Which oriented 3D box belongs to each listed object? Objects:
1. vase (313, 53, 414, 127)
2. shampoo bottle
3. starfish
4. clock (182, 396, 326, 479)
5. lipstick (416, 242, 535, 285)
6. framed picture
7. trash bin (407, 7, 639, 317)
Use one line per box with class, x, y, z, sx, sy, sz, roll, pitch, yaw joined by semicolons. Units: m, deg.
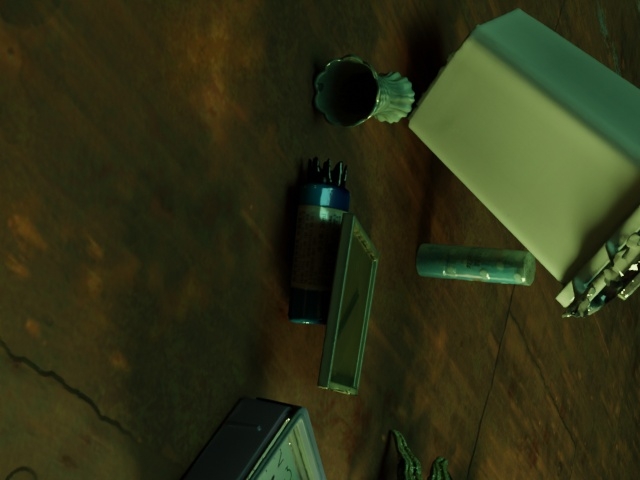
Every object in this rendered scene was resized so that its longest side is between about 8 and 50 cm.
vase;0.058;-0.169;1.200;0.148;0.081;0.081;-12;104;-64
shampoo bottle;0.000;0.000;1.135;0.087;0.050;0.183;12;83;-66
starfish;0.116;0.331;1.322;0.208;0.175;0.053;-108;-142;-56
clock;-0.072;0.265;1.016;0.193;0.073;0.145;-52;137;-46
lipstick;0.211;0.032;1.415;0.048;0.157;0.048;-14;107;-60
framed picture;0.035;0.081;1.169;0.250;0.016;0.184;44;54;-77
trash bin;0.309;-0.109;1.338;0.296;0.367;0.256;-34;163;-51
